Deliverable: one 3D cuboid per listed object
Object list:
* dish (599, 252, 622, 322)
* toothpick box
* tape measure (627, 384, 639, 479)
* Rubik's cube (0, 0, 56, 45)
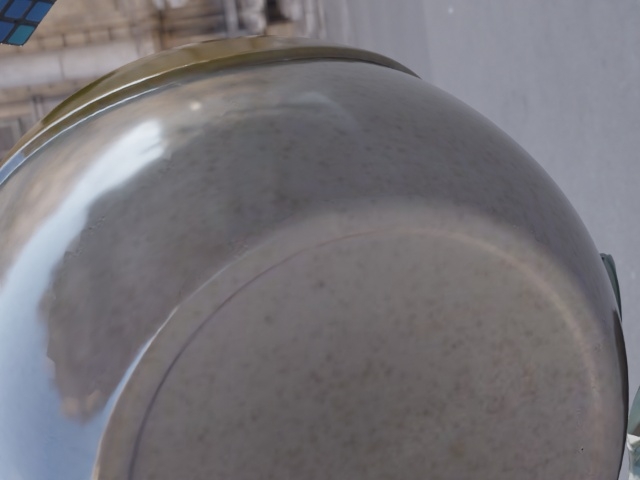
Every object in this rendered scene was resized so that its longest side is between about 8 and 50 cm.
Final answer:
[{"bbox_3d":[0.363,0.130,1.538,0.224,0.078,0.246,52,-138,-49],"label":"dish"},{"bbox_3d":[-0.037,0.066,0.730,0.425,0.409,0.409,-148,47,-65],"label":"toothpick box"},{"bbox_3d":[0.384,0.147,0.944,0.259,0.138,0.262,-51,3,18],"label":"tape measure"},{"bbox_3d":[-0.531,-0.425,1.770,0.163,0.162,0.160,46,-160,16],"label":"Rubik's cube"}]
